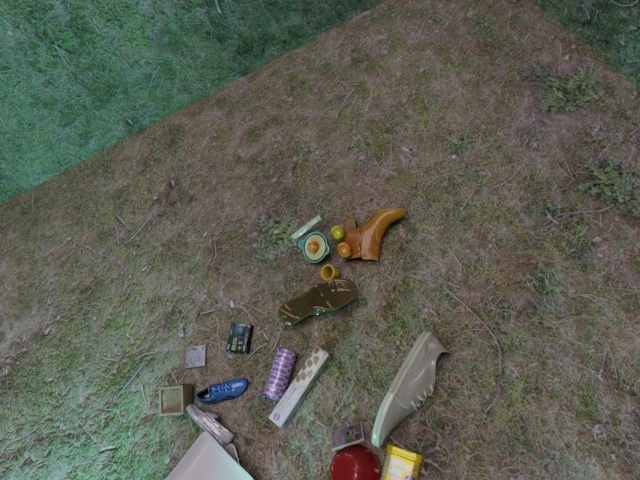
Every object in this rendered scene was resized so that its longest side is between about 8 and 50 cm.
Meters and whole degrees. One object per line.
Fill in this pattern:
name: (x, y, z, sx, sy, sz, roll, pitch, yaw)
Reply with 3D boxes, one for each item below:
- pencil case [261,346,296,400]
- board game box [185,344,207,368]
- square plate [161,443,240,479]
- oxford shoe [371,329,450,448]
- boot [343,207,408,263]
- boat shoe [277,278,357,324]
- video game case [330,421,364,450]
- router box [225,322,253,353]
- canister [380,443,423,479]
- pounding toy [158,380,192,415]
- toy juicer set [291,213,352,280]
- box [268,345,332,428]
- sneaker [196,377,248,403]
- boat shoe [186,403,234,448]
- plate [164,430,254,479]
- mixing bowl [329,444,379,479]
pencil case: (-0.161, 0.525, 1.754, 0.088, 0.086, 0.206, -9, 54, 51)
board game box: (-0.531, 0.497, 1.910, 0.090, 0.020, 0.090, -11, 61, 12)
square plate: (-0.406, 0.976, 1.603, 0.347, 0.049, 0.344, -27, 61, -1)
oxford shoe: (0.319, 0.526, 1.564, 0.130, 0.169, 0.449, 27, 69, 25)
boot: (0.241, -0.014, 1.904, 0.295, 0.104, 0.211, -12, 66, 16)
boat shoe: (-0.006, 0.243, 1.823, 0.342, 0.123, 0.123, -27, 84, 13)
video game case: (0.096, 0.699, 1.594, 0.122, 0.011, 0.087, -20, 17, 6)
router box: (-0.340, 0.413, 1.885, 0.092, 0.038, 0.123, -1, 64, 17)
canister: (0.264, 0.789, 1.495, 0.126, 0.073, 0.170, 11, 69, 22)
pounding toy: (-0.596, 0.638, 1.826, 0.141, 0.100, 0.130, -10, 76, 15)
toy juicer set: (0.000, 0.000, 1.924, 0.329, 0.089, 0.209, 47, 112, 31)
box: (-0.073, 0.561, 1.716, 0.063, 0.067, 0.324, 29, 74, 27)
sneaker: (-0.394, 0.600, 1.783, 0.209, 0.082, 0.069, -20, 58, 5)
boat shoe: (-0.426, 0.710, 1.746, 0.226, 0.083, 0.076, 40, 69, 17)
plate: (-0.408, 0.884, 1.596, 0.277, 0.045, 0.278, 32, 75, 26)
mixing bowl: (0.097, 0.779, 1.507, 0.181, 0.098, 0.182, -19, 52, 26)
